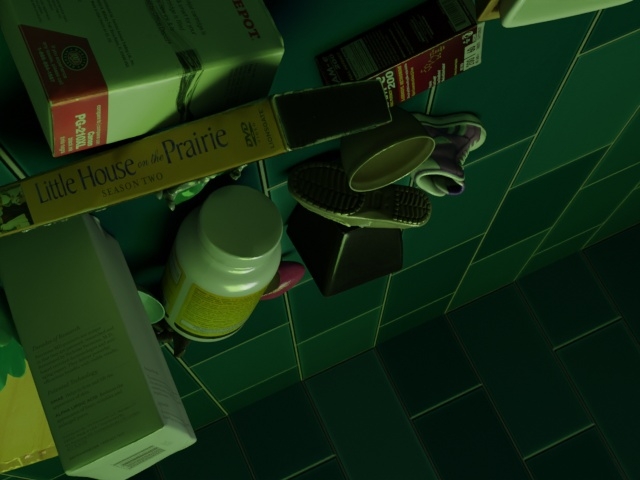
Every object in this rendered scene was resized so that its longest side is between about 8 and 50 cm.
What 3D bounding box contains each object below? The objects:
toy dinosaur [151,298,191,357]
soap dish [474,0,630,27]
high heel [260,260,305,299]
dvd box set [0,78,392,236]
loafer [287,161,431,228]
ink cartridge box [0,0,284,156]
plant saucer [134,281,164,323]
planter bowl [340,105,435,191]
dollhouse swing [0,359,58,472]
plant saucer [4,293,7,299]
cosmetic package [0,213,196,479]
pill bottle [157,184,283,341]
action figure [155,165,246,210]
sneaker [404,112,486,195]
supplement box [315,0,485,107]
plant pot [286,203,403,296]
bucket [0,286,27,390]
[{"bbox_3d":[-0.305,0.163,1.707,0.160,0.121,0.313,-16,-176,-23],"label":"toy dinosaur"},{"bbox_3d":[0.358,-0.409,1.099,0.290,0.118,0.229,-17,160,-25],"label":"soap dish"},{"bbox_3d":[-0.151,0.092,1.850,0.244,0.082,0.117,-12,171,-3],"label":"high heel"},{"bbox_3d":[-0.158,-0.099,0.993,0.420,0.062,0.307,-13,-173,26],"label":"dvd box set"},{"bbox_3d":[0.066,-0.069,1.523,0.268,0.102,0.092,16,161,-6],"label":"loafer"},{"bbox_3d":[-0.181,-0.205,0.834,0.237,0.172,0.100,-19,161,-23],"label":"ink cartridge box"},{"bbox_3d":[-0.386,0.106,1.550,0.194,0.037,0.195,4,151,2],"label":"plant saucer"},{"bbox_3d":[0.100,-0.172,1.413,0.162,0.109,0.162,-23,162,-8],"label":"planter bowl"},{"bbox_3d":[-0.647,0.313,1.811,0.346,0.305,0.315,-10,-163,-43],"label":"dollhouse swing"},{"bbox_3d":[-0.551,0.135,1.489,0.198,0.036,0.198,-24,161,-9],"label":"plant saucer"},{"bbox_3d":[-0.345,0.154,1.265,0.156,0.385,0.217,-26,160,-4],"label":"cosmetic package"},{"bbox_3d":[-0.179,0.043,1.498,0.187,0.188,0.334,-17,160,-27],"label":"pill bottle"},{"bbox_3d":[-0.149,-0.131,1.275,0.232,0.063,0.137,-31,159,4],"label":"action figure"},{"bbox_3d":[0.246,-0.154,1.587,0.282,0.161,0.102,-10,154,-44],"label":"sneaker"},{"bbox_3d":[0.121,-0.268,1.238,0.239,0.073,0.130,-26,163,1],"label":"supplement box"},{"bbox_3d":[0.058,-0.029,1.660,0.187,0.188,0.167,-19,150,-20],"label":"plant pot"},{"bbox_3d":[-0.579,0.135,1.213,0.281,0.183,0.281,-24,163,-8],"label":"bucket"}]
